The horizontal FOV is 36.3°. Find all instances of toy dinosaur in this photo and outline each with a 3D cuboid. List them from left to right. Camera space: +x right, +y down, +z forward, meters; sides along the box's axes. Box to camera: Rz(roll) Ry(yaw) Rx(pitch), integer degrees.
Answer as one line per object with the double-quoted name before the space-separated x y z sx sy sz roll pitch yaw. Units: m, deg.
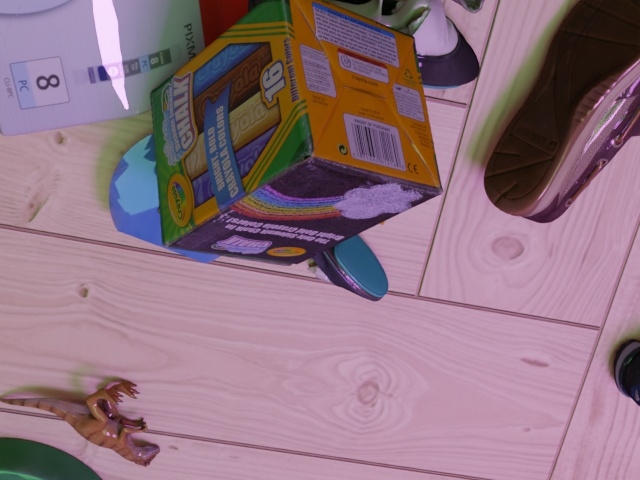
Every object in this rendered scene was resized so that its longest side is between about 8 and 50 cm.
"toy dinosaur" -0.289 0.223 1.224 0.211 0.064 0.112 32 107 -15

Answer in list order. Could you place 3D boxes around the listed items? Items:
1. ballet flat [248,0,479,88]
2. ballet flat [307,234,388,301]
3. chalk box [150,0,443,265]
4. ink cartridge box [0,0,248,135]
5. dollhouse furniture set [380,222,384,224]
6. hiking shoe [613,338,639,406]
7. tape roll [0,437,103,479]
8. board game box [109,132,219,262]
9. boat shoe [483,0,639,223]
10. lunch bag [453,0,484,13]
"ballet flat" 0.064 -0.226 1.026 0.281 0.095 0.096 6 149 -23
"ballet flat" 0.000 0.000 1.163 0.074 0.074 0.203 -38 114 10
"chalk box" -0.052 -0.089 0.983 0.180 0.179 0.289 11 154 -42
"ink cartridge box" -0.164 -0.287 0.980 0.385 0.091 0.308 -10 120 -9
"dollhouse furniture set" 0.052 -0.088 1.112 0.076 0.058 0.151 -11 97 -25
"hiking shoe" 0.533 0.162 1.227 0.304 0.132 0.113 -19 111 3
"tape roll" -0.418 0.416 1.281 0.321 0.077 0.321 -2 112 -4
"board game box" -0.161 -0.055 1.144 0.169 0.033 0.133 21 103 -17
"boat shoe" 0.324 -0.166 1.109 0.123 0.123 0.342 20 105 -43
"lunch bag" 0.158 -0.385 0.932 0.169 0.235 0.287 28 107 -8
